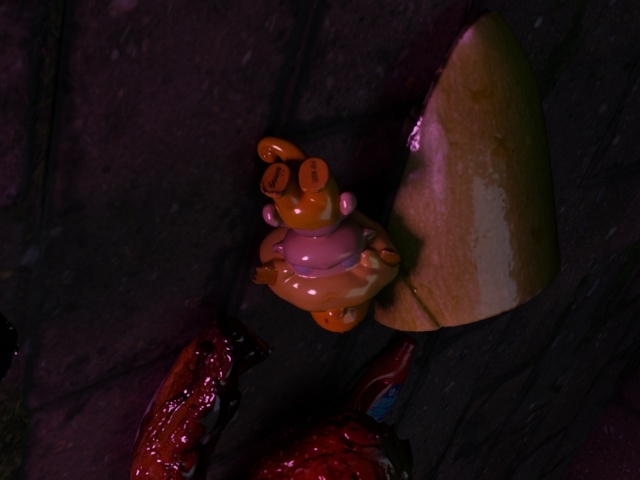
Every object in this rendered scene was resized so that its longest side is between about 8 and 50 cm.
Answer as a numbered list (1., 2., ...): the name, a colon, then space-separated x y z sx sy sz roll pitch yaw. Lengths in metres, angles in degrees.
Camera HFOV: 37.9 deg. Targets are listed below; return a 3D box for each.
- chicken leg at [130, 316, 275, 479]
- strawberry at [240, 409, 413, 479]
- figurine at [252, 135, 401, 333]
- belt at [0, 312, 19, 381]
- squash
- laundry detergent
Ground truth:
1. chicken leg: -0.155 0.243 1.045 0.158 0.095 0.407 -46 159 -47
2. strawberry: -0.006 0.371 1.257 0.288 0.250 0.239 -21 126 20
3. figurine: 0.000 0.000 0.933 0.156 0.131 0.246 -6 147 6
4. belt: -0.320 0.095 0.655 0.198 0.078 0.151 -23 146 -41
5. squash: 0.146 -0.087 1.038 0.233 0.210 0.309 -38 117 -47
6. laundry detergent: 0.087 0.210 1.371 0.097 0.049 0.165 8 115 -52
